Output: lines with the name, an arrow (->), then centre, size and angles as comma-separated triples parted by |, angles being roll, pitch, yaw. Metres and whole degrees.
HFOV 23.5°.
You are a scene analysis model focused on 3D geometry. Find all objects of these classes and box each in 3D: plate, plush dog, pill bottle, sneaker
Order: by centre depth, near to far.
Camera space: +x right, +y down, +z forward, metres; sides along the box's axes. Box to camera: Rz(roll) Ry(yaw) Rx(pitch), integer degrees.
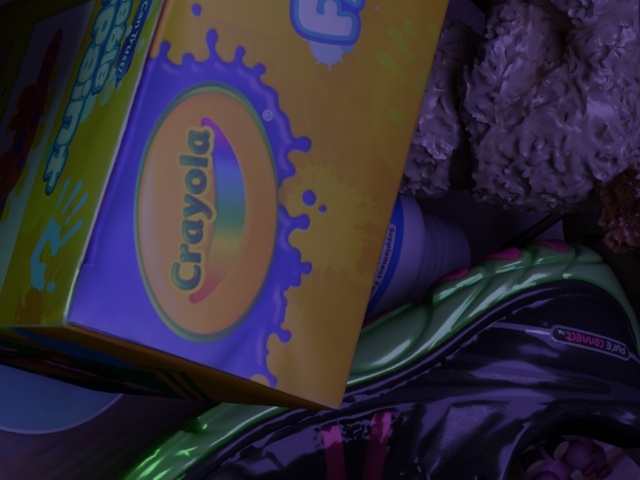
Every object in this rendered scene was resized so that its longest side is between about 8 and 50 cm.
sneaker -> 0.023, 0.178, 1.062 | 0.482, 0.185, 0.202 | -29, 79, -4
plush dog -> 0.109, -0.085, 1.074 | 0.262, 0.225, 0.211 | 63, 27, -67
plate -> -0.200, 0.042, 1.088 | 0.188, 0.024, 0.188 | 0, 91, -33
pill bottle -> 0.000, 0.000, 1.156 | 0.221, 0.124, 0.124 | 18, 82, -33

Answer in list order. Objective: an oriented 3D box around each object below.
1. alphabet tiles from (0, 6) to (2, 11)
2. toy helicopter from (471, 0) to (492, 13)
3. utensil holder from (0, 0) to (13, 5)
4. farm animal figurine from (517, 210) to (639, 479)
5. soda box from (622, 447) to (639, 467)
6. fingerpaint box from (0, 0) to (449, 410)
alphabet tiles -> -0.221, -0.253, 1.077 | 0.198, 0.009, 0.237 | -21, 102, -30
toy helicopter -> 0.047, -0.238, 1.154 | 0.355, 0.140, 0.235 | -44, 80, -10
utensil holder -> -0.348, -0.296, 0.816 | 0.327, 0.327, 0.386 | -14, 95, -32
farm animal figurine -> 0.221, 0.058, 1.265 | 0.330, 0.172, 0.327 | -19, 142, -31
soda box -> 0.295, 0.083, 1.114 | 0.091, 0.098, 0.286 | -27, 146, -20
fingerpaint box -> -0.077, -0.134, 0.930 | 0.163, 0.371, 0.445 | 21, 77, -25
